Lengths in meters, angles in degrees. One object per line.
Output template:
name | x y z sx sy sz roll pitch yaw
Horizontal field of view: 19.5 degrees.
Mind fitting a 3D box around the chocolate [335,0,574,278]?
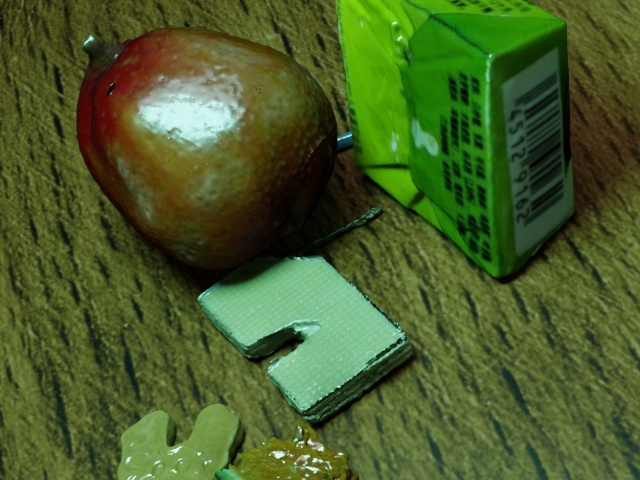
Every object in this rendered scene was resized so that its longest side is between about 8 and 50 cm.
chocolate | 0.154 -0.158 2.092 0.137 0.301 0.289 -26 41 -24

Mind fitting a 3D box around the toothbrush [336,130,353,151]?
toothbrush | -0.059 -0.089 2.307 0.275 0.019 0.025 -22 35 1

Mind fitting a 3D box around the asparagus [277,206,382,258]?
asparagus | 0.000 0.000 2.197 0.166 0.013 0.016 -27 53 -4

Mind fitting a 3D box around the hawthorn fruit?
hawthorn fruit | -0.134 -0.109 2.161 0.311 0.295 0.295 22 57 19

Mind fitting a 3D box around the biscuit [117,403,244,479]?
biscuit | -0.161 0.272 1.979 0.144 0.040 0.236 -12 41 20

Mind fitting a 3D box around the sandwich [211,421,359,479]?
sandwich | -0.016 0.281 1.864 0.160 0.109 0.185 -29 37 -36

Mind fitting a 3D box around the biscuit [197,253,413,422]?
biscuit | -0.021 0.097 2.083 0.147 0.046 0.250 -37 45 -13
